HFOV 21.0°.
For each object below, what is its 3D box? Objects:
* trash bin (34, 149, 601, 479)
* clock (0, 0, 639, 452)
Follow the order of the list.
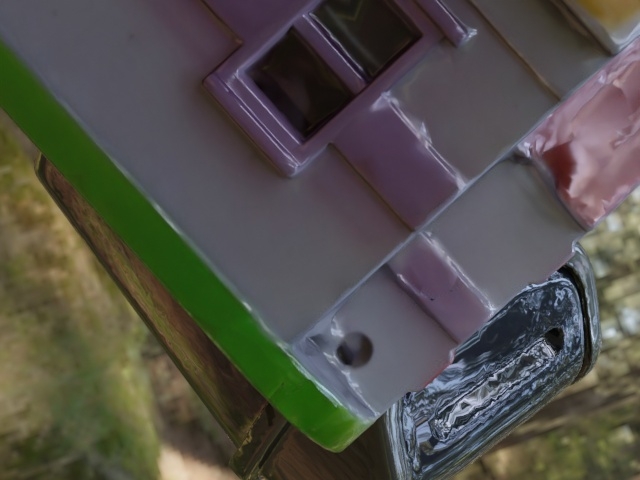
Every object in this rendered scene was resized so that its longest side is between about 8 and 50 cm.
[{"bbox_3d":[0.000,0.000,0.940,0.290,0.209,0.182,49,-37,13],"label":"trash bin"},{"bbox_3d":[0.044,-0.137,0.445,0.235,0.309,0.166,48,7,0],"label":"clock"}]
